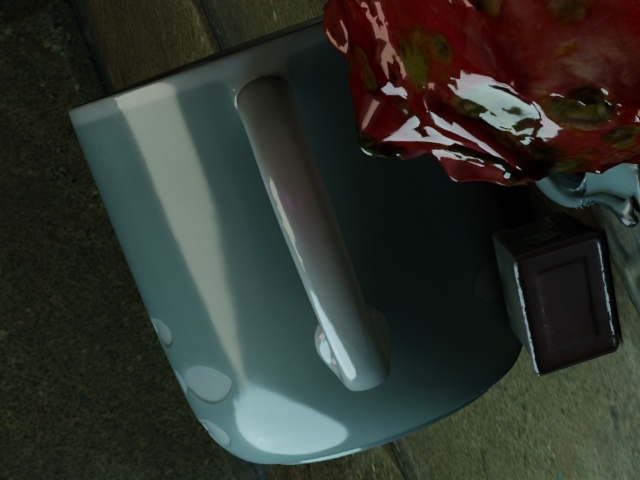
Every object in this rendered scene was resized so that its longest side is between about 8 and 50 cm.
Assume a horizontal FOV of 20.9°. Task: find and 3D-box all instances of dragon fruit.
[{"bbox_3d":[0.117,-0.132,0.743,0.268,0.210,0.205,-35,57,55],"label":"dragon fruit"}]

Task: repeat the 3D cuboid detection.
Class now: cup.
[{"bbox_3d":[0.000,0.000,1.139,0.356,0.259,0.274,-108,-2,-81],"label":"cup"}]

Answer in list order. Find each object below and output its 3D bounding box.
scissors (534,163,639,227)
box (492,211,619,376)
[{"bbox_3d":[0.184,-0.027,0.931,0.191,0.029,0.360,88,158,-45],"label":"scissors"},{"bbox_3d":[0.145,0.031,1.093,0.063,0.060,0.084,-131,24,-65],"label":"box"}]
